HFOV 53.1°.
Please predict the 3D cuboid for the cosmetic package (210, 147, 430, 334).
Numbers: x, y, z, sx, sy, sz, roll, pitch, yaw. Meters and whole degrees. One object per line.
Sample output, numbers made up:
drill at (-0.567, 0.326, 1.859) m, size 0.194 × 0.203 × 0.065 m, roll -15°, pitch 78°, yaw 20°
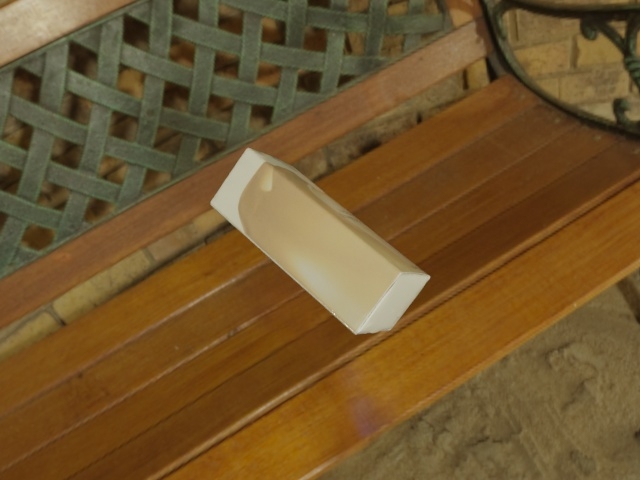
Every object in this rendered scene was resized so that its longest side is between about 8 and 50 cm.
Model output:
cosmetic package at (0.000, 0.000, 0.359) m, size 0.115 × 0.060 × 0.041 m, roll 40°, pitch 101°, yaw 21°
